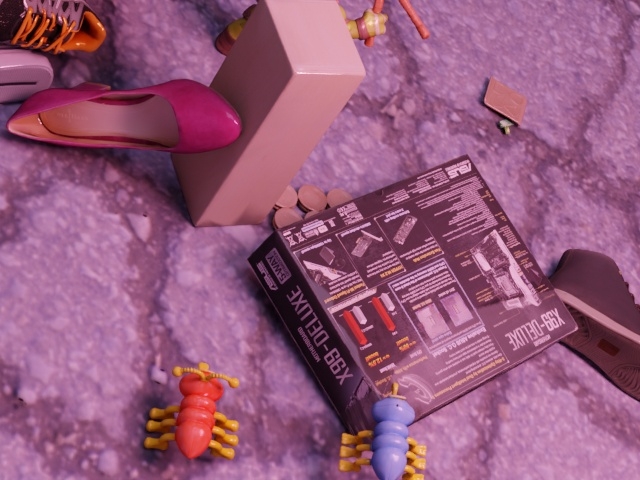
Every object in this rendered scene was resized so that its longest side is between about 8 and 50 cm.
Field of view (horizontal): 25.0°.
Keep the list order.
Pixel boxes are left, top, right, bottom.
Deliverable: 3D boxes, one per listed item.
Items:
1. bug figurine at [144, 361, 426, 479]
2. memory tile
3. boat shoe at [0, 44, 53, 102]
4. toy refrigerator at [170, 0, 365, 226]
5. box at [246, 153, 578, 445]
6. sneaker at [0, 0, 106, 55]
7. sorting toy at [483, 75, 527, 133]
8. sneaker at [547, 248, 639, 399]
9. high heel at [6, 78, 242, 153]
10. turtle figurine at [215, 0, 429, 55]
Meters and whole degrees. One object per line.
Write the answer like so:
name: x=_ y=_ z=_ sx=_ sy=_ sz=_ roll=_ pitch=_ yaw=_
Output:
bug figurine: x=-0.027 y=0.221 z=1.360 sx=0.279 sy=0.072 sz=0.216 roll=8 pitch=60 yaw=-9
memory tile: x=0.000 y=0.000 z=1.616 sx=0.113 sy=0.012 sz=0.148 roll=5 pitch=55 yaw=-27
boat shoe: x=-0.391 y=-0.181 z=1.494 sx=0.226 sy=0.083 sz=0.076 roll=-3 pitch=48 yaw=-45
toy refrigerator: x=-0.057 y=-0.129 z=1.503 sx=0.094 sy=0.269 sz=0.102 roll=-3 pitch=59 yaw=-31
box: x=0.107 y=0.059 z=1.577 sx=0.307 sy=0.076 sz=0.242 roll=-23 pitch=77 yaw=-39
sneaker: x=-0.294 y=-0.231 z=1.495 sx=0.083 sy=0.084 sz=0.215 roll=41 pitch=23 yaw=9
sorting toy: x=0.237 y=-0.172 z=1.875 sx=0.062 sy=0.012 sz=0.083 roll=33 pitch=44 yaw=-11
sneaker: x=0.364 y=0.097 z=1.702 sx=0.222 sy=0.083 sz=0.118 roll=36 pitch=47 yaw=0
high heel: x=-0.202 y=-0.120 z=1.476 sx=0.244 sy=0.082 sz=0.117 roll=17 pitch=31 yaw=30
turtle figurine: x=-0.025 y=-0.258 z=1.650 sx=0.269 sy=0.217 sz=0.087 roll=35 pitch=48 yaw=-3
